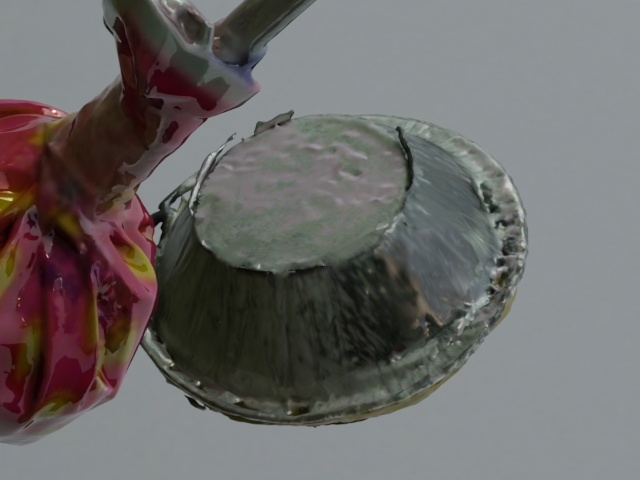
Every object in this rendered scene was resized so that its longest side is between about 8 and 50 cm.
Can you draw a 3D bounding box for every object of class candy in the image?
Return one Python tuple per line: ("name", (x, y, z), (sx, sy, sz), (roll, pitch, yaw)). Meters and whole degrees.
("candy", (-0.037, -0.049, 0.575), (0.365, 0.124, 0.124), (-37, -116, 35))

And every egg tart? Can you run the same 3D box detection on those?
("egg tart", (0.000, 0.000, 1.030), (0.234, 0.094, 0.234), (-9, -135, 9))
